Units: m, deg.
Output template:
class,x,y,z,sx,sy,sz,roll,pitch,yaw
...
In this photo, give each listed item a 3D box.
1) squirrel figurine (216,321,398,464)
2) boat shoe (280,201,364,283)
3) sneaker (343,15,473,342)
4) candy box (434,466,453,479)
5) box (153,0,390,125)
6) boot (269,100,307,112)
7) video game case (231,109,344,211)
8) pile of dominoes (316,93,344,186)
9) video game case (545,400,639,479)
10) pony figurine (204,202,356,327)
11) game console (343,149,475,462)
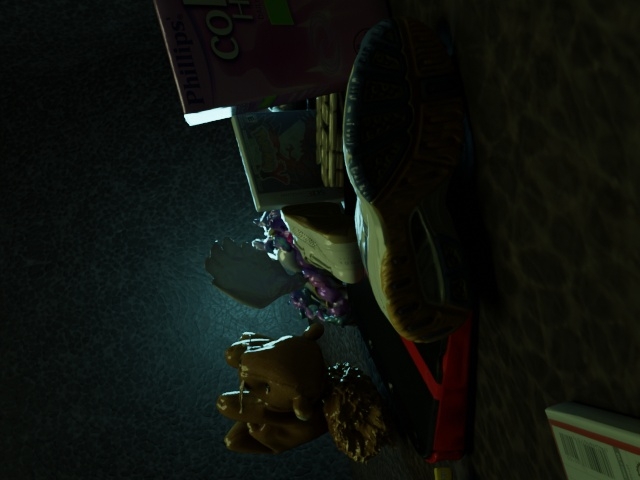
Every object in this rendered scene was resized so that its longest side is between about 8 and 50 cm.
class,x,y,z,sx,sy,sz,roll,pitch,yaw
squirrel figurine,-0.019,0.312,1.233,0.370,0.397,0.281,110,175,-60
boat shoe,0.000,0.000,0.912,0.277,0.098,0.096,-136,37,-69
sneaker,0.067,-0.054,0.555,0.131,0.112,0.296,-138,41,-73
candy box,0.183,0.403,0.798,0.206,0.027,0.105,70,-167,-47
box,-0.060,-0.266,0.649,0.117,0.243,0.213,-147,43,-79
boot,-0.034,-0.196,1.272,0.263,0.091,0.229,119,130,-85
video game case,-0.055,-0.155,1.077,0.023,0.183,0.201,-52,51,58
pile of dominoes,0.024,-0.216,0.928,0.196,0.040,0.251,-107,17,-66
video game case,0.233,0.250,0.338,0.204,0.025,0.285,127,128,-80
pony figurine,-0.046,0.035,1.240,0.351,0.303,0.363,44,179,-18
game console,0.113,0.080,0.824,0.386,0.060,0.342,-116,19,-53
